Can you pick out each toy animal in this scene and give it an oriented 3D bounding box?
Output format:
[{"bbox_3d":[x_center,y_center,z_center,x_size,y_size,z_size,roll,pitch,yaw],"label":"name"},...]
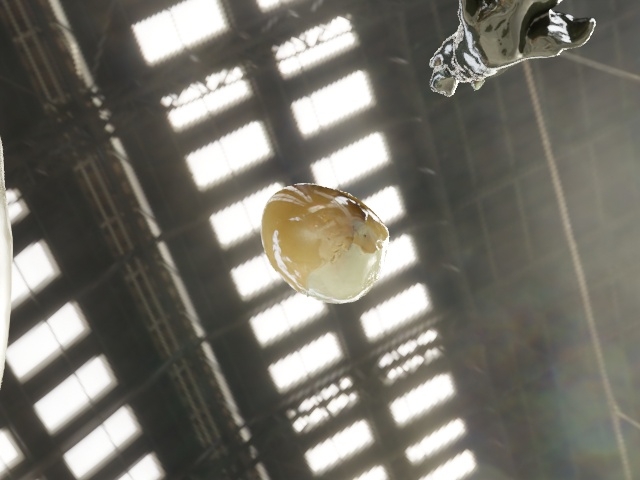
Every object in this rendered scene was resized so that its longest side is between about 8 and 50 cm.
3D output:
[{"bbox_3d":[0.134,-0.206,0.781,0.115,0.146,0.245,10,-68,-8],"label":"toy animal"}]

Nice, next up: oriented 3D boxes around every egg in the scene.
[{"bbox_3d":[0.000,0.000,0.709,0.071,0.083,0.071,-46,-25,-29],"label":"egg"}]

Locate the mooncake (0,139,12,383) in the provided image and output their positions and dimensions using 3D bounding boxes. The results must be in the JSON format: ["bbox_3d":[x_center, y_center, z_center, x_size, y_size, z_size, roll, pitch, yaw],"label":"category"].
[{"bbox_3d":[-0.348,0.013,0.496,0.262,0.467,0.467,16,-78,-48],"label":"mooncake"}]
